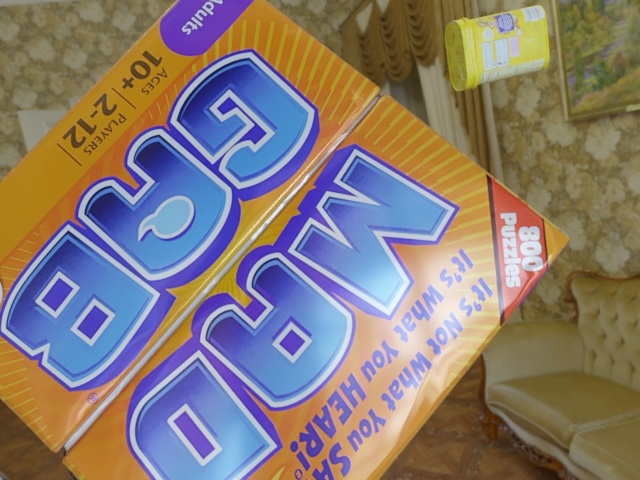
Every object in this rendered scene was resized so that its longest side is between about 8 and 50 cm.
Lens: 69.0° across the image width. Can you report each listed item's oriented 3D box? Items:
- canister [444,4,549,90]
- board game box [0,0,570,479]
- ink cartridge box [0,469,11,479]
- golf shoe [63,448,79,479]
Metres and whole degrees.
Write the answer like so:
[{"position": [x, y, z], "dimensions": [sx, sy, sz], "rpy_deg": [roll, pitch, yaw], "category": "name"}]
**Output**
[{"position": [0.333, -0.362, 0.875], "dimensions": [0.170, 0.126, 0.073], "rpy_deg": [-15, 16, -6], "category": "canister"}, {"position": [-0.061, 0.042, 0.510], "dimensions": [0.356, 0.356, 0.356], "rpy_deg": [-49, -7, -5], "category": "board game box"}, {"position": [-0.719, 0.596, 1.075], "dimensions": [0.207, 0.208, 0.045], "rpy_deg": [22, 46, 30], "category": "ink cartridge box"}, {"position": [-0.454, 0.513, 1.005], "dimensions": [0.120, 0.272, 0.105], "rpy_deg": [-23, 2, 43], "category": "golf shoe"}]
